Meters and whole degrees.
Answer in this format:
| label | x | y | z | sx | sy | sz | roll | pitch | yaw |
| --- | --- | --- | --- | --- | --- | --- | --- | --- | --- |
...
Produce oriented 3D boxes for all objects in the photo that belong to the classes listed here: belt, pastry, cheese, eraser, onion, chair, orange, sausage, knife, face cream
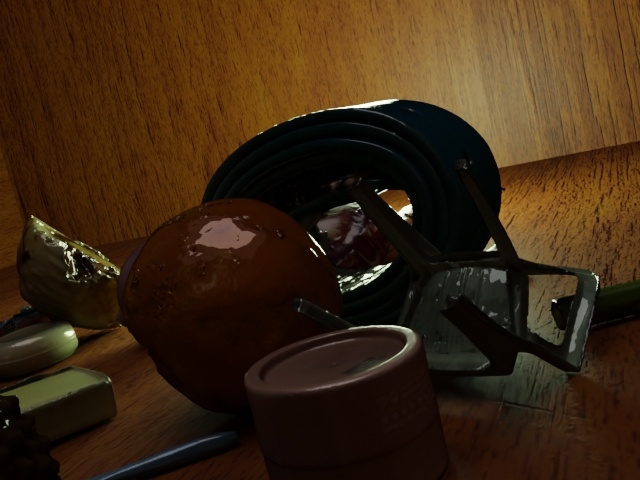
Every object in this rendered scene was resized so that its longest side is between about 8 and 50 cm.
| label | x | y | z | sx | sy | sz | roll | pitch | yaw |
| --- | --- | --- | --- | --- | --- | --- | --- | --- | --- |
| belt | 0.027 | -0.024 | 1.055 | 0.437 | 0.300 | 0.173 | -18 | 2 | 40 |
| pastry | -0.462 | 0.076 | 1.414 | 0.237 | 0.170 | 0.256 | 25 | -2 | 20 |
| cheese | -0.522 | 0.196 | 1.274 | 0.227 | 0.064 | 0.137 | -22 | 11 | -42 |
| eraser | -0.345 | 0.207 | 0.906 | 0.172 | 0.058 | 0.117 | -17 | 13 | -40 |
| onion | 0.000 | 0.000 | 1.296 | 0.230 | 0.163 | 0.230 | -30 | 16 | 9 |
| chair | 0.149 | 0.047 | 0.776 | 0.203 | 0.190 | 0.275 | -5 | -32 | 42 |
| orange | -0.093 | 0.072 | 0.839 | 0.240 | 0.239 | 0.240 | -13 | 8 | 2 |
| sausage | 0.159 | -0.009 | 1.521 | 0.088 | 0.087 | 0.433 | -10 | 8 | 21 |
| knife | -0.229 | 0.233 | 0.721 | 0.313 | 0.019 | 0.044 | -16 | 1 | -13 |
| face cream | 0.021 | 0.142 | 0.620 | 0.149 | 0.104 | 0.149 | -13 | 8 | 2 |

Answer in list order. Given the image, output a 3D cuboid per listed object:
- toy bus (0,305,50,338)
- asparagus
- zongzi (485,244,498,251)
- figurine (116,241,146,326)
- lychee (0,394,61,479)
| label | x | y | z | sx | sy | sz | roll | pitch | yaw |
| --- | --- | --- | --- | --- | --- | --- | --- | --- | --- |
| toy bus | -0.568 | 0.173 | 1.444 | 0.079 | 0.077 | 0.174 | -9 | 10 | 27 |
| asparagus | 0.347 | 0.065 | 0.854 | 0.179 | 0.041 | 0.045 | -13 | -23 | -5 |
| zongzi | 0.263 | 0.040 | 1.185 | 0.083 | 0.040 | 0.076 | -25 | 15 | -1 |
| figurine | -0.262 | 0.079 | 1.289 | 0.173 | 0.173 | 0.173 | -13 | 8 | 2 |
| lychee | -0.297 | 0.172 | 0.463 | 0.268 | 0.267 | 0.267 | -13 | 8 | 2 |
